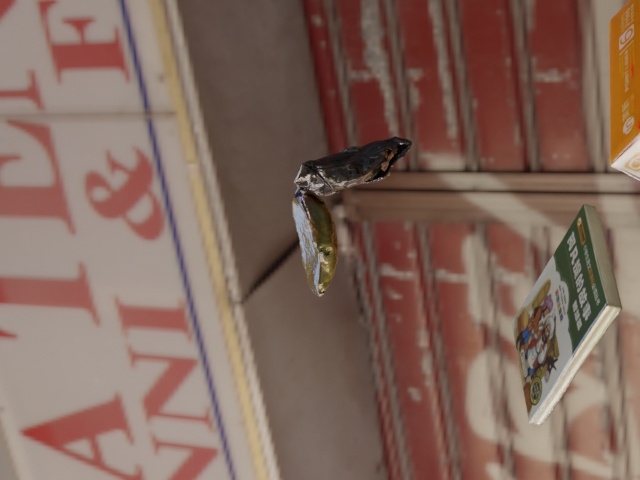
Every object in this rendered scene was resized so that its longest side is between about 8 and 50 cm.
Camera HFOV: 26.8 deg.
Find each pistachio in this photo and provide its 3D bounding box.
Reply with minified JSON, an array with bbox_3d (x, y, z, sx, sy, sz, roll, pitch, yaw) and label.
[{"bbox_3d":[0.000,0.000,2.046,0.049,0.089,0.173,-16,-73,-17],"label":"pistachio"}]

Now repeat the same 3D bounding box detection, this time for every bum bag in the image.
[{"bbox_3d":[0.054,-0.131,2.415,0.248,0.102,0.069,-14,-102,-27],"label":"bum bag"}]

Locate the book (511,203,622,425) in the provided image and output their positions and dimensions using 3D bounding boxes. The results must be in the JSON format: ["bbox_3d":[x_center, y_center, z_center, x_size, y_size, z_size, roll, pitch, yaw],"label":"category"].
[{"bbox_3d":[0.348,0.108,1.935,0.202,0.027,0.264,-91,18,-46],"label":"book"}]

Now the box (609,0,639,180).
[{"bbox_3d":[0.476,-0.172,1.706,0.221,0.091,0.274,21,-129,-17],"label":"box"}]
